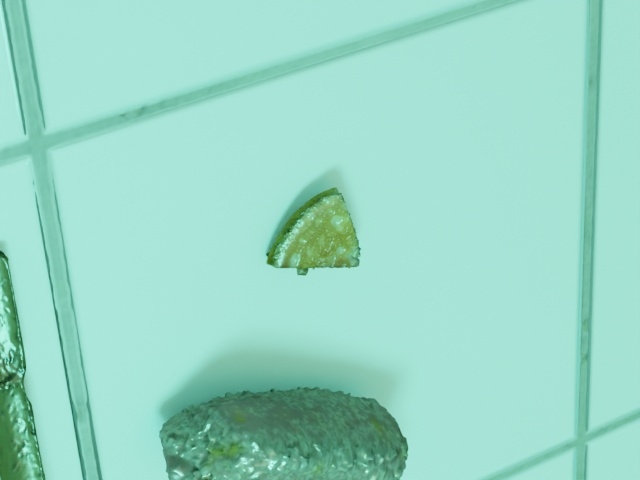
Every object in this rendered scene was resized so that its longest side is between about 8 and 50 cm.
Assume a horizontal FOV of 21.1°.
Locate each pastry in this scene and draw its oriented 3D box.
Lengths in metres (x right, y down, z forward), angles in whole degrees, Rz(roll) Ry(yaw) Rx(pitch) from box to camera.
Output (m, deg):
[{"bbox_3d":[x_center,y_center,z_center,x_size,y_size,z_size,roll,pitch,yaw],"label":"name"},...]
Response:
[{"bbox_3d":[-0.009,0.180,1.435,0.112,0.103,0.265,-46,141,20],"label":"pastry"}]

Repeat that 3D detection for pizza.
[{"bbox_3d":[-0.001,-0.001,1.386,0.083,0.025,0.078,-46,128,7],"label":"pizza"}]

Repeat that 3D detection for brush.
[{"bbox_3d":[-0.240,0.121,1.293,0.043,0.036,0.248,-21,119,-28],"label":"brush"}]
